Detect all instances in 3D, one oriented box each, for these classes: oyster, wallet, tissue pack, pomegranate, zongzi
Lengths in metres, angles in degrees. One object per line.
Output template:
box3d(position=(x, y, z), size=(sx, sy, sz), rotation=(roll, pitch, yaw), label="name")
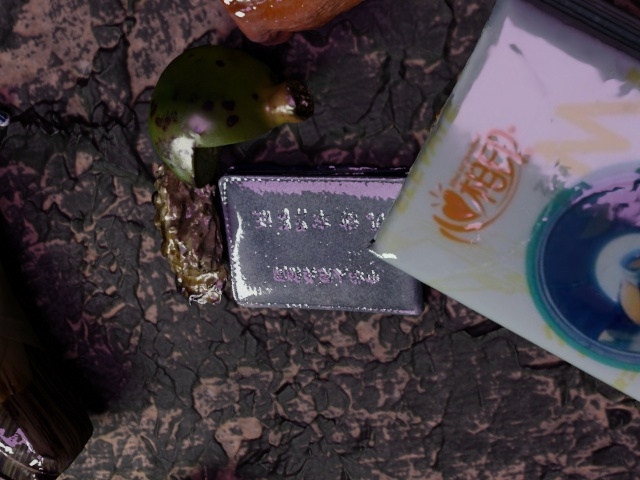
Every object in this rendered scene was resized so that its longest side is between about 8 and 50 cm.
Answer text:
box3d(position=(-0.150, -0.010, 1.161), size=(0.105, 0.056, 0.177), rotation=(35, 132, 38), label="oyster")
box3d(position=(-0.001, 0.001, 1.133), size=(0.222, 0.036, 0.167), rotation=(3, 113, 20), label="wallet")
box3d(position=(0.276, -0.029, 0.935), size=(0.388, 0.162, 0.287), rotation=(28, 118, 5), label="tissue pack")
box3d(position=(-0.098, -0.137, 1.048), size=(0.169, 0.143, 0.122), rotation=(-29, 100, 38), label="pomegranate")
box3d(position=(-0.376, 0.113, 1.266), size=(0.289, 0.154, 0.318), rotation=(30, 115, 4), label="zongzi")

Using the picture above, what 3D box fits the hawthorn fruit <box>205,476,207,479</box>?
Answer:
box3d(position=(-0.172, 0.372, 1.317), size=(0.140, 0.125, 0.125), rotation=(-30, 100, -1), label="hawthorn fruit")

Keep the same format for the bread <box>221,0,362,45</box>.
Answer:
box3d(position=(-0.010, -0.301, 0.957), size=(0.244, 0.123, 0.190), rotation=(-26, 99, 27), label="bread")

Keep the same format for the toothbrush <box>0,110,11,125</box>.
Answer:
box3d(position=(-0.501, -0.177, 1.257), size=(0.303, 0.030, 0.030), rotation=(15, 117, 17), label="toothbrush")
